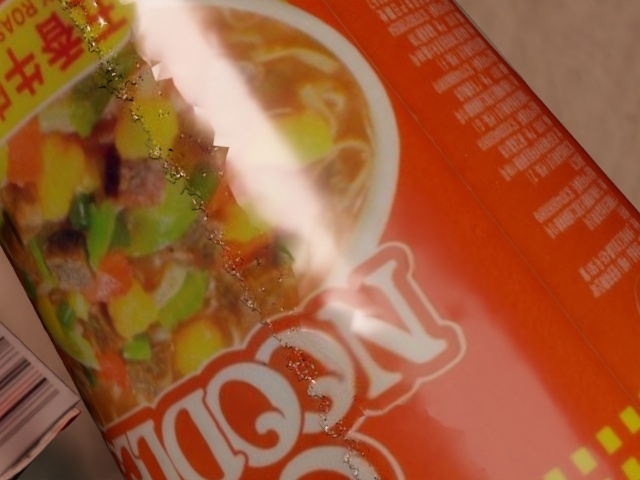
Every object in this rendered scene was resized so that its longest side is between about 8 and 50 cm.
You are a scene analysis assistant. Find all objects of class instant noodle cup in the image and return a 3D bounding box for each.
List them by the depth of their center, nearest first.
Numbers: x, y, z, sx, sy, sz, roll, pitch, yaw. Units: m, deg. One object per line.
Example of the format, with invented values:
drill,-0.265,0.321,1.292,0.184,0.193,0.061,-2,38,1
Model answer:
instant noodle cup,0.000,0.000,0.428,0.193,0.193,0.212,-35,91,-24

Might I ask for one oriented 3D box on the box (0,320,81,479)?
box,-0.158,-0.011,0.387,0.218,0.055,0.039,43,39,1
